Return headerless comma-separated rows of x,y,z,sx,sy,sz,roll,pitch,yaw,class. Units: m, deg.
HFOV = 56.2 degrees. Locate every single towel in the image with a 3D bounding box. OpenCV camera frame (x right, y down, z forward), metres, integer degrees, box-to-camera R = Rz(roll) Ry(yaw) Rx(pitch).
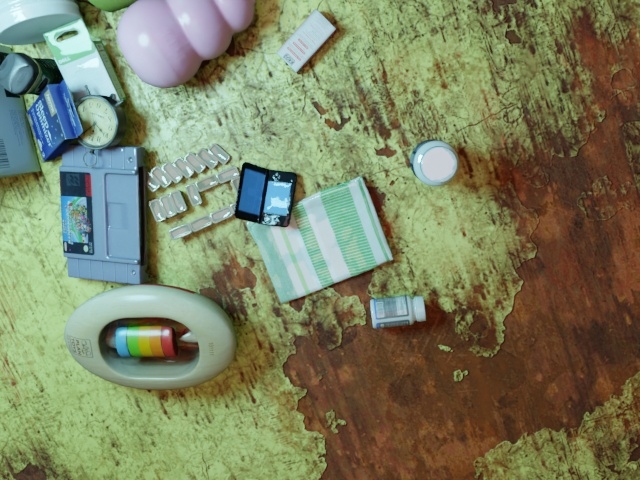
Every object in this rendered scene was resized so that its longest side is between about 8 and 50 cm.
0.000,0.000,1.552,0.324,0.038,0.248,-21,99,8,towel

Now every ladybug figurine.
-0.433,0.236,1.550,0.449,0.162,0.305,2,116,2,ladybug figurine

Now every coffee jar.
-0.697,-0.399,1.453,0.079,0.184,0.096,39,101,-3,coffee jar

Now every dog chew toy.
-0.302,-0.502,1.405,0.332,0.206,0.207,-29,97,1,dog chew toy

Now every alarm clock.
-0.545,-0.271,1.465,0.129,0.064,0.192,22,103,7,alarm clock

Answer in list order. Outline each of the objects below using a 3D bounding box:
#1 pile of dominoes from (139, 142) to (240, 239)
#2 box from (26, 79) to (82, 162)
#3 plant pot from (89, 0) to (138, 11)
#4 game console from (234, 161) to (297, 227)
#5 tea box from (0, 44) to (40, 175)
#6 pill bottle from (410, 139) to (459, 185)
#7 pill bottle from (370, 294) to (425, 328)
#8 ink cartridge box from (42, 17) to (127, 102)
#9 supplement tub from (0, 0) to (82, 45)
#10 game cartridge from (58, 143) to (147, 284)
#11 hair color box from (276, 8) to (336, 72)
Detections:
-0.323,-0.130,1.563,0.251,0.040,0.196,-22,94,0,pile of dominoes
-0.657,-0.291,1.471,0.225,0.036,0.136,-18,91,47,box
-0.425,-0.666,1.364,0.293,0.275,0.275,-31,97,23,plant pot
-0.135,-0.114,1.497,0.124,0.085,0.144,8,86,13,game console
-0.928,-0.299,1.472,0.323,0.220,0.329,-9,100,6,tea box
0.272,-0.184,1.424,0.108,0.180,0.108,1,101,4,pill bottle
0.200,0.183,1.551,0.137,0.078,0.078,-7,100,5,pill bottle
-0.579,-0.428,1.483,0.109,0.062,0.209,-18,110,7,ink cartridge box
-0.711,-0.645,1.383,0.235,0.235,0.325,-18,99,7,supplement tub
-0.563,-0.068,1.553,0.230,0.068,0.355,4,101,11,game cartridge
-0.034,-0.484,1.460,0.072,0.043,0.141,45,99,-5,hair color box
